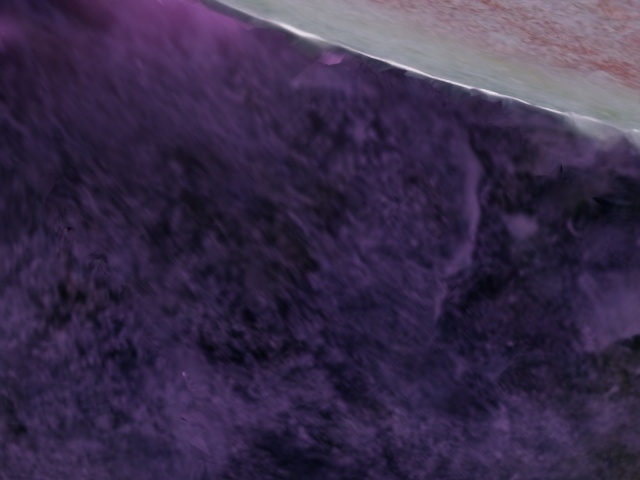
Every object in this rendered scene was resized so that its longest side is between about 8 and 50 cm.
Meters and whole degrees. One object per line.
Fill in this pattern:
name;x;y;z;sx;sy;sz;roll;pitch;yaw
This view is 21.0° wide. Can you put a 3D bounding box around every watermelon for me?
watermelon;0.000;0.000;0.434;0.319;0.289;0.214;-27;39;33
